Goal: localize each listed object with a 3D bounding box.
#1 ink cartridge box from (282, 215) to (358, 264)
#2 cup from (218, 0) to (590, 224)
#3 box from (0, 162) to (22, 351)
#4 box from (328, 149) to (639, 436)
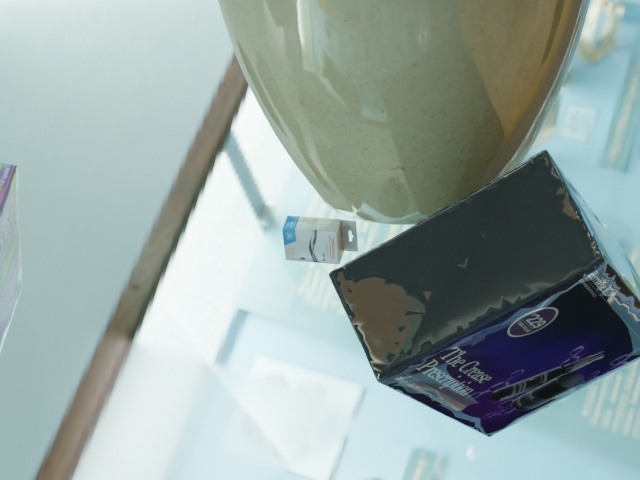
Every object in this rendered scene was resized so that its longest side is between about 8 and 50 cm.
[{"bbox_3d":[0.000,0.000,1.468,0.028,0.083,0.048,-71,-20,-50],"label":"ink cartridge box"},{"bbox_3d":[0.077,-0.153,1.101,0.331,0.331,0.237,-45,-44,-56],"label":"cup"},{"bbox_3d":[-0.523,0.039,1.853,0.213,0.117,0.243,-88,4,-53],"label":"box"},{"bbox_3d":[0.151,0.054,0.981,0.261,0.184,0.103,33,-152,-59],"label":"box"}]
